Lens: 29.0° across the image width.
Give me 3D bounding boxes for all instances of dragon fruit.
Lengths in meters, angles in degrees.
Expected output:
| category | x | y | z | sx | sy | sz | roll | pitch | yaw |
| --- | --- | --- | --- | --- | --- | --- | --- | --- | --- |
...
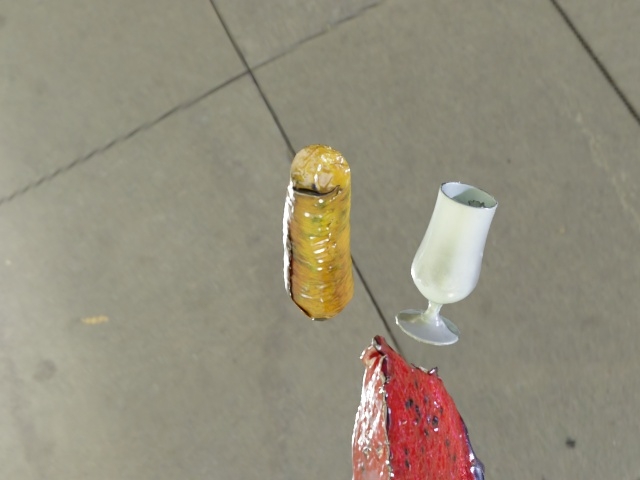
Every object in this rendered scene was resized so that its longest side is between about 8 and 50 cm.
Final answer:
| category | x | y | z | sx | sy | sz | roll | pitch | yaw |
| --- | --- | --- | --- | --- | --- | --- | --- | --- | --- |
| dragon fruit | 0.107 | 0.301 | 1.373 | 0.100 | 0.282 | 0.343 | -19 | 61 | 29 |

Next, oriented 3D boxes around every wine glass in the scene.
| category | x | y | z | sx | sy | sz | roll | pitch | yaw |
| --- | --- | --- | --- | --- | --- | --- | --- | --- | --- |
| wine glass | 0.190 | 0.033 | 1.843 | 0.103 | 0.103 | 0.231 | 25 | 116 | 23 |

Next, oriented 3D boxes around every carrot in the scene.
| category | x | y | z | sx | sy | sz | roll | pitch | yaw |
| --- | --- | --- | --- | --- | --- | --- | --- | --- | --- |
| carrot | 0.000 | 0.000 | 1.170 | 0.070 | 0.260 | 0.070 | 0 | 61 | 0 |
